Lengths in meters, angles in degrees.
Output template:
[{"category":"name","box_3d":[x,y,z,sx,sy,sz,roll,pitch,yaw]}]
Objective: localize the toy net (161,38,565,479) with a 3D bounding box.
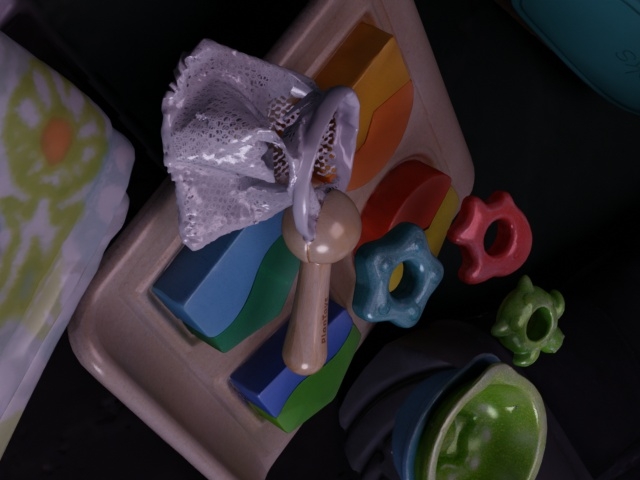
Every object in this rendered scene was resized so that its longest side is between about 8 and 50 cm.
[{"category":"toy net","box_3d":[0.032,0.006,0.506,0.122,0.045,0.232,-49,128,-16]}]

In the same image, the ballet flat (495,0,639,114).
[{"category":"ballet flat","box_3d":[0.101,-0.164,0.600,0.342,0.116,0.124,21,68,-46]}]

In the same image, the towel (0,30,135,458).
[{"category":"towel","box_3d":[-0.244,0.032,0.339,0.374,0.090,0.321,34,77,-45]}]

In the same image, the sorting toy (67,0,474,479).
[{"category":"sorting toy","box_3d":[0.000,0.000,0.561,0.208,0.038,0.193,-57,151,-15]}]

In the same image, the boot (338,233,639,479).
[{"category":"boot","box_3d":[0.265,0.149,0.738,0.445,0.146,0.367,-19,83,-41]}]
